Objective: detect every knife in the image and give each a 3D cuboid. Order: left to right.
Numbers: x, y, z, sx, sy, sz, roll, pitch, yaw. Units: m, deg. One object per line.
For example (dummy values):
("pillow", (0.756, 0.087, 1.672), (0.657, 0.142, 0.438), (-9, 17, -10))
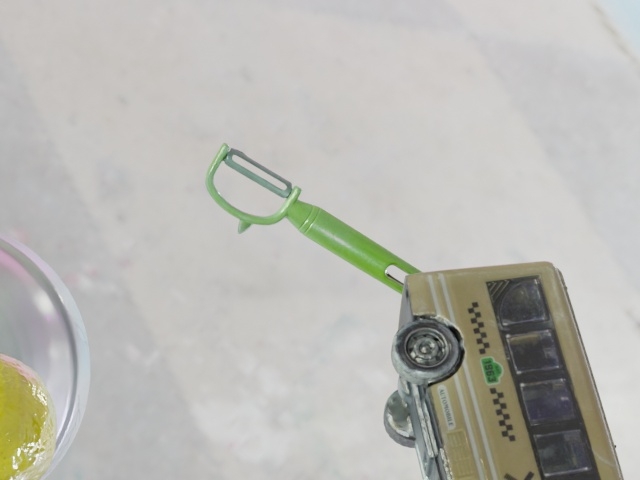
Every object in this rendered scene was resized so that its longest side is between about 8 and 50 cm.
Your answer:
("knife", (0.000, 0.000, 1.458), (0.212, 0.054, 0.015), (30, 2, -20))

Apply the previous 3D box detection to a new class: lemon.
("lemon", (-0.248, 0.137, 1.408), (0.109, 0.109, 0.133), (20, 30, -31))

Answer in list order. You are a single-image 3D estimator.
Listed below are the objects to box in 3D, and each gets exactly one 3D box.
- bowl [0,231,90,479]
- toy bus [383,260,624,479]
("bowl", (-0.361, 0.120, 1.726), (0.287, 0.287, 0.144), (44, 2, 4))
("toy bus", (0.142, 0.166, 1.404), (0.157, 0.139, 0.289), (-9, 60, -6))
